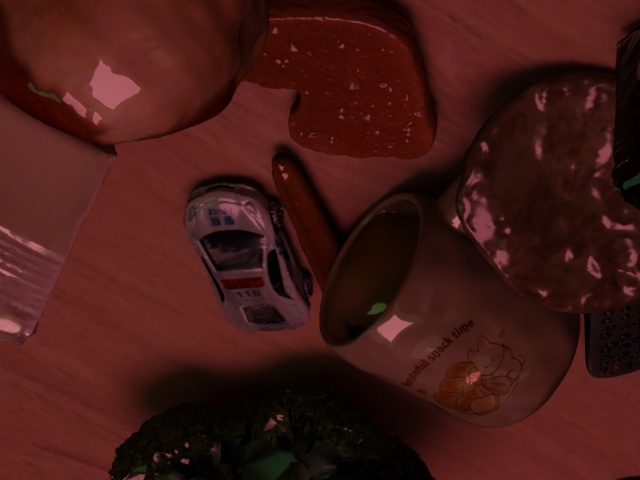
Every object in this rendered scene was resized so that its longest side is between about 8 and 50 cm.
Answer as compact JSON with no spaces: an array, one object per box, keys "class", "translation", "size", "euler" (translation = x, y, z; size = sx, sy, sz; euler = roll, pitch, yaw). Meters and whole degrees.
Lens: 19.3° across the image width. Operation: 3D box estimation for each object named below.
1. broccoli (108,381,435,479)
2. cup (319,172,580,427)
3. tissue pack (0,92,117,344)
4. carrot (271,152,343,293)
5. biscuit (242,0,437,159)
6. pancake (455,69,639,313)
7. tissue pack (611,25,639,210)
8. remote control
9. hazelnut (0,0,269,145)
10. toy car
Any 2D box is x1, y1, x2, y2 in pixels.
[{"class":"broccoli","translation":[-0.039,0.327,2.014],"size":[0.413,0.310,0.321],"euler":[26,155,8]},{"class":"cup","translation":[0.145,0.033,1.762],"size":[0.202,0.255,0.173],"euler":[28,180,-24]},{"class":"tissue pack","translation":[-0.393,-0.090,1.523],"size":[0.380,0.207,0.297],"euler":[28,175,-27]},{"class":"carrot","translation":[0.000,0.000,1.799],"size":[0.043,0.043,0.248],"euler":[-8,138,17]},{"class":"biscuit","translation":[0.001,-0.140,1.623],"size":[0.186,0.036,0.192],"euler":[-2,142,15]},{"class":"pancake","translation":[0.230,-0.041,1.649],"size":[0.236,0.042,0.222],"euler":[11,111,-20]},{"class":"tissue pack","translation":[0.419,-0.124,1.453],"size":[0.210,0.198,0.370],"euler":[30,137,-31]},{"class":"remote control","translation":[0.293,0.069,1.837],"size":[0.072,0.042,0.222],"euler":[-12,144,-1]},{"class":"hazelnut","translation":[-0.159,-0.195,1.408],"size":[0.241,0.261,0.261],"euler":[17,142,4]},{"class":"toy car","translation":[-0.072,0.021,1.823],"size":[0.095,0.056,0.205],"euler":[-4,142,15]}]
